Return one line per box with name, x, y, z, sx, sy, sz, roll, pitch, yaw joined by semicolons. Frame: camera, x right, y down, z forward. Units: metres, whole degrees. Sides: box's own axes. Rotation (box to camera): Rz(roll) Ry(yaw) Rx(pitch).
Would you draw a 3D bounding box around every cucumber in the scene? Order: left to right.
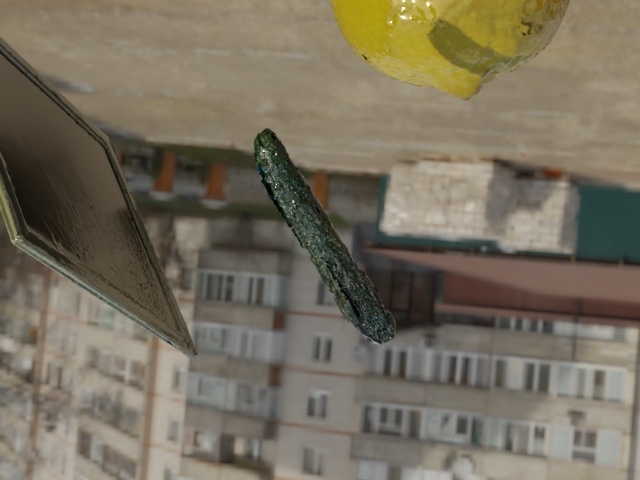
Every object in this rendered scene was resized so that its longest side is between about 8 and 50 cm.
cucumber;0.000;0.000;1.253;0.044;0.257;0.043;-36;-162;-11

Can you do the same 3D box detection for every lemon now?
lemon;0.155;-0.348;1.494;0.336;0.336;0.336;5;178;0

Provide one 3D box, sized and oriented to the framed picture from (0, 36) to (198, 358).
framed picture;-0.162;-0.036;0.790;0.014;0.197;0.252;-28;155;5
